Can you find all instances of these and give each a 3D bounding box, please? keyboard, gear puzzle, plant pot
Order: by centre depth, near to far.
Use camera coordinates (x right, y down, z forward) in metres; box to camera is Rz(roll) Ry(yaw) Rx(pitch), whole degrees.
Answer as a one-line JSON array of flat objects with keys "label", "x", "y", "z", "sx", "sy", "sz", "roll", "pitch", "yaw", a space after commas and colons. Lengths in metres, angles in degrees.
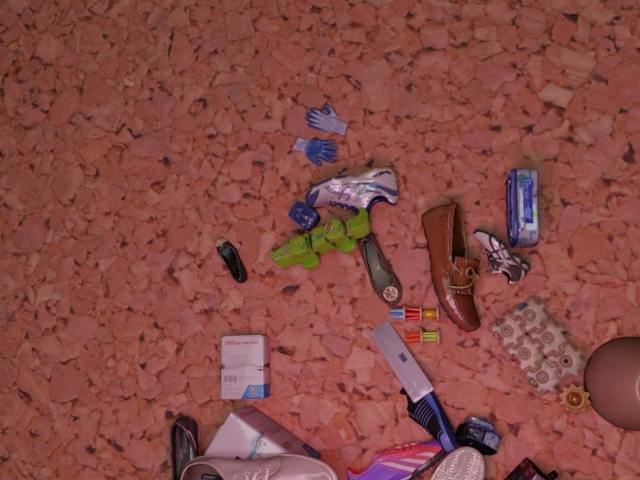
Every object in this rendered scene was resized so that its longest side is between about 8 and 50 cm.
[{"label": "plant pot", "x": 0.840, "y": 0.374, "z": 1.577, "sx": 0.256, "sy": 0.274, "sz": 0.257, "roll": -2, "pitch": 79, "yaw": 12}, {"label": "gear puzzle", "x": 0.646, "y": 0.335, "z": 1.737, "sx": 0.175, "sy": 0.044, "sz": 0.339, "roll": -38, "pitch": 71, "yaw": 11}, {"label": "keyboard", "x": 0.236, "y": 0.353, "z": 1.809, "sx": 0.072, "sy": 0.014, "sz": 0.256, "roll": -33, "pitch": 57, "yaw": 0}]

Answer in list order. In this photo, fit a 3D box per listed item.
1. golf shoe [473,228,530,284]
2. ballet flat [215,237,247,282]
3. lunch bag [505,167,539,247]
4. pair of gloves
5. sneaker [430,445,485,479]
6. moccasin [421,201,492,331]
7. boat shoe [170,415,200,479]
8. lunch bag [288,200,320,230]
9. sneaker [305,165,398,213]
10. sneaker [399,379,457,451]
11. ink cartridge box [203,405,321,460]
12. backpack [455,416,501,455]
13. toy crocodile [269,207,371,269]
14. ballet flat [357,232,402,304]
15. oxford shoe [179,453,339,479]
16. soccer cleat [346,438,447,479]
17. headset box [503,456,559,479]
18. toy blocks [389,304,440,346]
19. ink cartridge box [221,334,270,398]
[{"label": "golf shoe", "x": 0.518, "y": 0.048, "z": 1.806, "sx": 0.198, "sy": 0.077, "sz": 0.094, "roll": 41, "pitch": 91, "yaw": 17}, {"label": "ballet flat", "x": -0.289, "y": 0.062, "z": 1.991, "sx": 0.057, "sy": 0.049, "sz": 0.173, "roll": -36, "pitch": 75, "yaw": 3}, {"label": "lunch bag", "x": 0.583, "y": -0.094, "z": 1.764, "sx": 0.090, "sy": 0.176, "sz": 0.219, "roll": 0, "pitch": 81, "yaw": 12}, {"label": "pair of gloves", "x": 0.003, "y": -0.349, "z": 2.014, "sx": 0.159, "sy": 0.023, "sz": 0.198, "roll": 22, "pitch": 86, "yaw": 15}, {"label": "sneaker", "x": 0.347, "y": 0.732, "z": 1.692, "sx": 0.131, "sy": 0.148, "sz": 0.350, "roll": 28, "pitch": 82, "yaw": 23}, {"label": "moccasin", "x": 0.408, "y": 0.075, "z": 1.791, "sx": 0.146, "sy": 0.139, "sz": 0.381, "roll": -21, "pitch": 66, "yaw": 35}, {"label": "boat shoe", "x": -0.415, "y": 0.714, "z": 1.882, "sx": 0.112, "sy": 0.095, "sz": 0.336, "roll": -11, "pitch": 78, "yaw": 10}, {"label": "lunch bag", "x": -0.055, "y": -0.081, "z": 1.957, "sx": 0.098, "sy": 0.065, "sz": 0.067, "roll": 34, "pitch": 89, "yaw": 15}, {"label": "sneaker", "x": 0.099, "y": -0.135, "z": 1.910, "sx": 0.296, "sy": 0.112, "sz": 0.131, "roll": -14, "pitch": 79, "yaw": 11}, {"label": "sneaker", "x": 0.306, "y": 0.505, "z": 1.750, "sx": 0.090, "sy": 0.081, "sz": 0.232, "roll": -36, "pitch": 48, "yaw": 15}, {"label": "ink cartridge box", "x": -0.176, "y": 0.646, "z": 1.790, "sx": 0.270, "sy": 0.198, "sz": 0.197, "roll": 31, "pitch": 89, "yaw": 16}, {"label": "backpack", "x": 0.447, "y": 0.548, "z": 1.721, "sx": 0.114, "sy": 0.105, "sz": 0.084, "roll": 24, "pitch": 65, "yaw": 6}, {"label": "toy crocodile", "x": 0.000, "y": 0.000, "z": 1.893, "sx": 0.340, "sy": 0.115, "sz": 0.105, "roll": -24, "pitch": 53, "yaw": 20}, {"label": "ballet flat", "x": 0.177, "y": 0.082, "z": 1.882, "sx": 0.084, "sy": 0.058, "sz": 0.250, "roll": -24, "pitch": 76, "yaw": 8}, {"label": "oxford shoe", "x": -0.174, "y": 0.652, "z": 1.621, "sx": 0.448, "sy": 0.130, "sz": 0.169, "roll": -1, "pitch": 79, "yaw": 12}, {"label": "soccer cleat", "x": 0.222, "y": 0.637, "z": 1.756, "sx": 0.318, "sy": 0.108, "sz": 0.117, "roll": -34, "pitch": 71, "yaw": 7}, {"label": "headset box", "x": 0.516, "y": 0.711, "z": 1.618, "sx": 0.293, "sy": 0.218, "sz": 0.110, "roll": -46, "pitch": 76, "yaw": 1}, {"label": "toy blocks", "x": 0.281, "y": 0.255, "z": 1.832, "sx": 0.148, "sy": 0.054, "sz": 0.123, "roll": -2, "pitch": 80, "yaw": 12}, {"label": "ink cartridge box", "x": -0.232, "y": 0.394, "z": 1.905, "sx": 0.139, "sy": 0.082, "sz": 0.191, "roll": -3, "pitch": 78, "yaw": 11}]
